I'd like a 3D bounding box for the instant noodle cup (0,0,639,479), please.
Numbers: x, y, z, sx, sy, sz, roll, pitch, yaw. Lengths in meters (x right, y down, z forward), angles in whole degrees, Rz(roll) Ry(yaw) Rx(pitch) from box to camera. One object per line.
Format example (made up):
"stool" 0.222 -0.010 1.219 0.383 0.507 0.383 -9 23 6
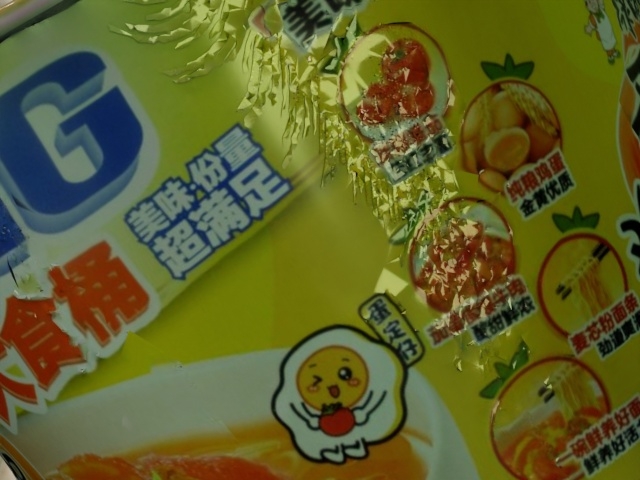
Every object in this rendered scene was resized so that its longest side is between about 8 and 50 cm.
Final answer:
"instant noodle cup" 0.000 0.000 0.410 0.205 0.205 0.153 -29 98 -9
